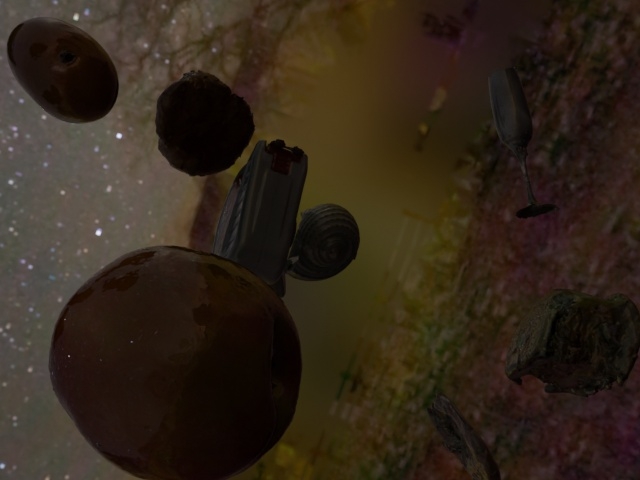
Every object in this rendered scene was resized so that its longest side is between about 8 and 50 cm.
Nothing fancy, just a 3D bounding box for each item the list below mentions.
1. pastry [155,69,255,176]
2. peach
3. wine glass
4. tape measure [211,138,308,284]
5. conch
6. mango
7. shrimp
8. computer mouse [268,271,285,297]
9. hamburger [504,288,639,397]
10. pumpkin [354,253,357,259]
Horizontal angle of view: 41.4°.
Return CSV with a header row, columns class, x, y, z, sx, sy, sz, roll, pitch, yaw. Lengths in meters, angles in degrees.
class,x,y,z,sx,sy,sz,roll,pitch,yaw
pastry,-0.238,-0.243,1.762,0.100,0.229,0.218,20,110,59
peach,-0.193,0.160,1.103,0.308,0.332,0.308,4,-90,-78
wine glass,0.329,-0.168,1.406,0.074,0.074,0.262,106,155,-73
tape measure,-0.112,-0.031,1.565,0.246,0.125,0.243,141,144,-65
conch,0.010,0.004,1.722,0.200,0.131,0.172,-82,11,-71
mango,-0.433,-0.285,1.391,0.139,0.254,0.175,-42,-45,-19
shrimp,0.355,0.489,2.171,0.085,0.247,0.360,-29,21,-8
computer mouse,-0.137,0.038,1.796,0.231,0.128,0.079,90,-173,-45
hamburger,0.464,0.181,1.548,0.192,0.167,0.288,-62,-3,-18
pumpkin,0.069,-0.005,2.253,0.035,0.073,0.101,-33,-44,-23
